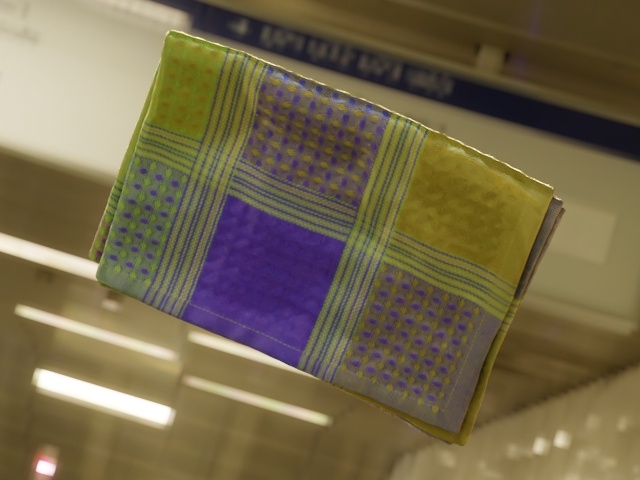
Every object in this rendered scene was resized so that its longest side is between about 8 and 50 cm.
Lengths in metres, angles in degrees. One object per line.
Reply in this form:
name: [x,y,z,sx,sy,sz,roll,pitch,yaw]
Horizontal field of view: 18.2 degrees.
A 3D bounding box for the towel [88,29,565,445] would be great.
towel: [0.000,0.000,0.379,0.083,0.060,0.009,26,29,4]
